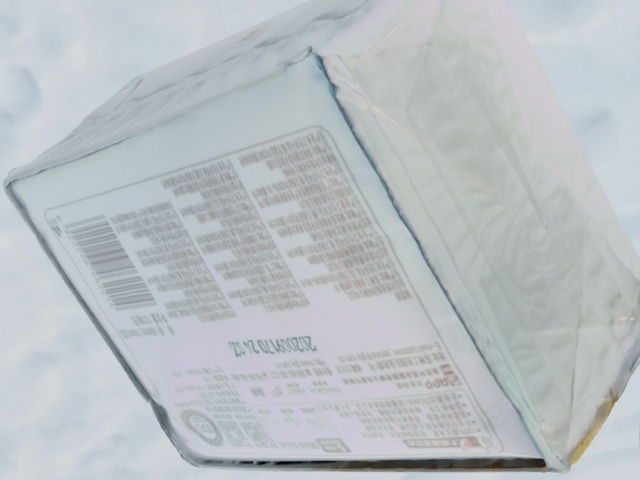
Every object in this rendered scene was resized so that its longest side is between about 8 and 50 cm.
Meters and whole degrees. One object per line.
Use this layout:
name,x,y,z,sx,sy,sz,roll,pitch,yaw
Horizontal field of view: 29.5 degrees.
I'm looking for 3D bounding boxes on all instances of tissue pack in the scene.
tissue pack,0.000,0.000,0.526,0.225,0.124,0.185,-13,115,47

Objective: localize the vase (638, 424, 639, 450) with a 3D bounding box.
vase,0.289,0.082,0.622,0.128,0.128,0.248,28,136,-29
